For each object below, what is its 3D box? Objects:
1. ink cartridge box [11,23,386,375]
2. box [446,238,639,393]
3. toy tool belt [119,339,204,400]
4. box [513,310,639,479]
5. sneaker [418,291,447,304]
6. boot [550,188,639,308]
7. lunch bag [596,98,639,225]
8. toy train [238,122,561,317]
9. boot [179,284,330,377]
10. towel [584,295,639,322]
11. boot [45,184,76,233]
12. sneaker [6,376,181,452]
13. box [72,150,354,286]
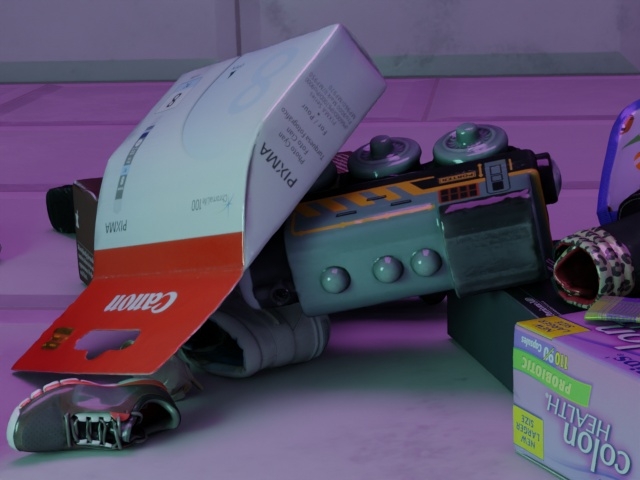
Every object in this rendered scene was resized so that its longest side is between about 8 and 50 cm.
[{"bbox_3d":[-0.146,-0.037,1.408,0.308,0.091,0.385,-6,40,54],"label":"ink cartridge box"},{"bbox_3d":[0.250,0.077,1.410,0.184,0.103,0.261,-3,14,-13],"label":"box"},{"bbox_3d":[-0.156,0.129,1.383,0.083,0.052,0.051,13,-11,37],"label":"toy tool belt"},{"bbox_3d":[0.315,0.129,1.159,0.243,0.117,0.213,-9,16,-24],"label":"box"},{"bbox_3d":[0.000,0.000,1.606,0.341,0.139,0.125,10,42,-1],"label":"sneaker"},{"bbox_3d":[0.289,0.000,1.342,0.179,0.085,0.236,-12,11,-15],"label":"boot"},{"bbox_3d":[0.548,-0.106,1.741,0.328,0.239,0.385,-15,8,38],"label":"lunch bag"},{"bbox_3d":[0.074,-0.014,1.397,0.334,0.142,0.190,-10,26,8],"label":"toy train"},{"bbox_3d":[-0.118,0.067,1.490,0.123,0.095,0.258,-15,26,-41],"label":"boot"},{"bbox_3d":[0.265,0.060,1.180,0.083,0.009,0.060,5,16,27],"label":"towel"},{"bbox_3d":[-0.250,-0.059,2.031,0.207,0.094,0.246,-15,13,-32],"label":"boot"},{"bbox_3d":[-0.192,0.155,1.244,0.158,0.061,0.065,-11,23,-31],"label":"sneaker"},{"bbox_3d":[-0.095,-0.015,1.756,0.381,0.143,0.191,-5,15,-21],"label":"box"}]
